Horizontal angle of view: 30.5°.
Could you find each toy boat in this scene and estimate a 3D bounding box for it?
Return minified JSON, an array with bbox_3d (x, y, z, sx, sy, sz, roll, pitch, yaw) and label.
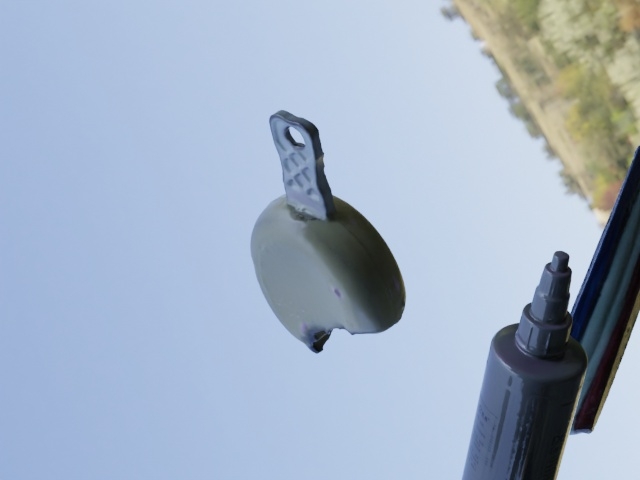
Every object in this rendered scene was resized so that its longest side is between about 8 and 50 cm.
[{"bbox_3d":[0.212,0.043,0.867,0.229,0.046,0.080,-68,-23,-9],"label":"toy boat"}]

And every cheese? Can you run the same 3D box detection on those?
[{"bbox_3d":[-0.015,-0.008,1.042,0.071,0.163,0.249,-42,-61,-28],"label":"cheese"}]

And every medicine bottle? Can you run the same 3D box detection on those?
[{"bbox_3d":[0.122,0.091,0.686,0.058,0.057,0.199,-78,-5,-59],"label":"medicine bottle"}]
